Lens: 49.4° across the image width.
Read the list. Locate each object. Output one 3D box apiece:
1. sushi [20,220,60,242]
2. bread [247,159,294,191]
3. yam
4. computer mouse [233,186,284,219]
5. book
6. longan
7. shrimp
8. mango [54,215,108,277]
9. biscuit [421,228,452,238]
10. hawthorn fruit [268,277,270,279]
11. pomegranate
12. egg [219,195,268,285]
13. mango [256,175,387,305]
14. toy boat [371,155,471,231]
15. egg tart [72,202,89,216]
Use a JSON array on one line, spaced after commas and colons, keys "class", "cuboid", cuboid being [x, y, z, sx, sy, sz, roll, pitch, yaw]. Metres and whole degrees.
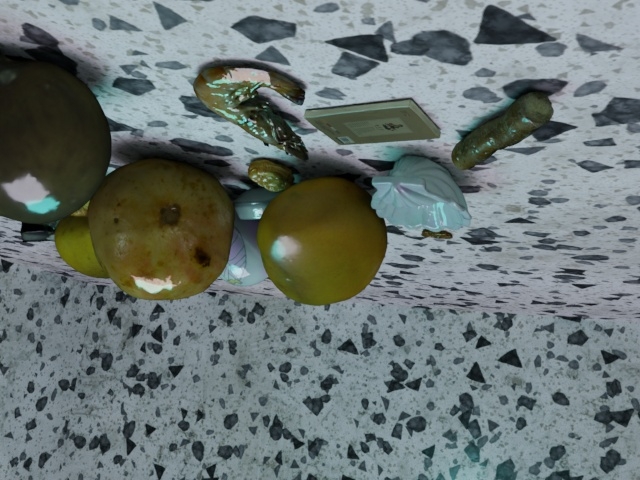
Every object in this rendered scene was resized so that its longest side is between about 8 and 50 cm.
[{"class": "sushi", "cuboid": [-0.785, -0.063, 2.152, 0.272, 0.109, 0.134, -3, 169, -28]}, {"class": "bread", "cuboid": [-0.104, -0.140, 1.495, 0.083, 0.044, 0.110, -3, 162, 33]}, {"class": "yam", "cuboid": [0.279, -0.168, 1.113, 0.061, 0.061, 0.253, 10, 168, -13]}, {"class": "computer mouse", "cuboid": [-0.114, -0.090, 1.672, 0.127, 0.079, 0.231, 1, -177, 26]}, {"class": "book", "cuboid": [0.089, -0.197, 1.186, 0.198, 0.016, 0.138, 0, 166, 31]}, {"class": "longan", "cuboid": [-0.490, -0.174, 1.145, 0.300, 0.300, 0.243, 8, -151, -5]}, {"class": "shrimp", "cuboid": [-0.074, -0.210, 1.148, 0.169, 0.058, 0.296, -5, 159, 37]}, {"class": "mango", "cuboid": [-0.556, -0.018, 1.891, 0.301, 0.221, 0.445, 3, 168, -26]}, {"class": "biscuit", "cuboid": [0.317, -0.015, 1.885, 0.092, 0.016, 0.082, 14, 165, -22]}, {"class": "hawthorn fruit", "cuboid": [-0.085, 0.011, 1.928, 0.225, 0.197, 0.196, -19, 165, 4]}, {"class": "pomegranate", "cuboid": [-0.347, -0.026, 1.561, 0.342, 0.343, 0.342, 7, 168, 2]}, {"class": "egg", "cuboid": [-0.225, -0.006, 1.757, 0.271, 0.196, 0.196, 45, 160, -7]}, {"class": "mango", "cuboid": [0.000, 0.000, 1.550, 0.300, 0.232, 0.445, -34, 157, 6]}, {"class": "toy boat", "cuboid": [0.200, -0.093, 1.401, 0.199, 0.100, 0.290, 1, 167, 23]}, {"class": "egg tart", "cuboid": [-0.656, -0.140, 1.654, 0.290, 0.115, 0.290, 9, 167, 2]}]
